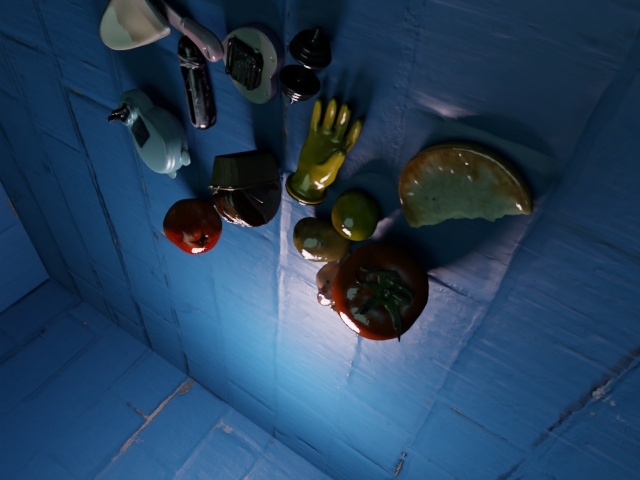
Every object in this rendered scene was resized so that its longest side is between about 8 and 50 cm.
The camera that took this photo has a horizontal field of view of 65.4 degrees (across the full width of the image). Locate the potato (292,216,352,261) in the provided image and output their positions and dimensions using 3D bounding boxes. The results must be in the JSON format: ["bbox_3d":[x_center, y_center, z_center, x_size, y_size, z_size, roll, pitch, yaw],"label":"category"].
[{"bbox_3d":[0.000,0.000,1.431,0.176,0.137,0.137,13,134,31],"label":"potato"}]

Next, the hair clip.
[{"bbox_3d":[-0.489,-0.592,1.320,0.282,0.113,0.172,-13,121,44],"label":"hair clip"}]

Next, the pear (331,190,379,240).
[{"bbox_3d":[0.083,-0.059,1.317,0.141,0.104,0.141,24,135,26],"label":"pear"}]

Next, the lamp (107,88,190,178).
[{"bbox_3d":[-0.520,-0.336,1.555,0.284,0.147,0.209,45,142,-17],"label":"lamp"}]

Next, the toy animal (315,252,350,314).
[{"bbox_3d":[0.089,0.171,1.502,0.165,0.149,0.248,-37,90,40],"label":"toy animal"}]

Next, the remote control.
[{"bbox_3d":[-0.350,-0.428,1.379,0.090,0.066,0.266,19,137,23],"label":"remote control"}]

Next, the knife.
[{"bbox_3d":[-0.352,-0.554,1.262,0.336,0.043,0.081,45,162,22],"label":"knife"}]

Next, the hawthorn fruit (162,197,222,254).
[{"bbox_3d":[-0.425,-0.037,1.703,0.225,0.196,0.197,49,156,45],"label":"hawthorn fruit"}]

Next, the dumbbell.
[{"bbox_3d":[-0.035,-0.385,1.107,0.099,0.099,0.208,39,143,6],"label":"dumbbell"}]

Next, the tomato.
[{"bbox_3d":[0.156,0.133,1.312,0.256,0.256,0.224,43,174,0],"label":"tomato"}]

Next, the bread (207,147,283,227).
[{"bbox_3d":[-0.198,-0.144,1.387,0.142,0.224,0.212,6,107,38],"label":"bread"}]

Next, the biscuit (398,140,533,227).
[{"bbox_3d":[0.297,-0.125,1.105,0.309,0.040,0.205,-6,122,45],"label":"biscuit"}]

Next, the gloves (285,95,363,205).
[{"bbox_3d":[0.006,-0.228,1.232,0.133,0.116,0.294,31,136,4],"label":"gloves"}]

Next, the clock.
[{"bbox_3d":[-0.181,-0.436,1.221,0.172,0.064,0.198,35,141,9],"label":"clock"}]
